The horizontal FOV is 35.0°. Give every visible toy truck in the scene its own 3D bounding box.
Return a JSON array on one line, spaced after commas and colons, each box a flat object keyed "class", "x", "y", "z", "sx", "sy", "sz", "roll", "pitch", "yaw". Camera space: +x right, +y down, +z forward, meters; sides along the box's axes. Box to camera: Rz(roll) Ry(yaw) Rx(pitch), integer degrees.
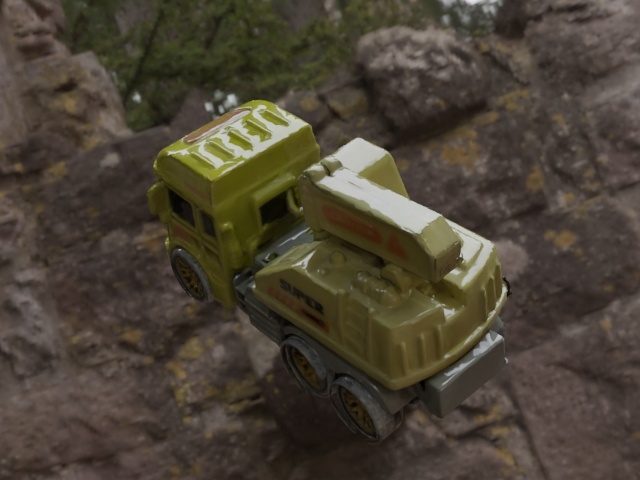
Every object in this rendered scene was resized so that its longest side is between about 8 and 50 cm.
[{"class": "toy truck", "x": 0.000, "y": 0.000, "z": 0.672, "sx": 0.124, "sy": 0.272, "sz": 0.157, "roll": -33, "pitch": -45, "yaw": -27}]
